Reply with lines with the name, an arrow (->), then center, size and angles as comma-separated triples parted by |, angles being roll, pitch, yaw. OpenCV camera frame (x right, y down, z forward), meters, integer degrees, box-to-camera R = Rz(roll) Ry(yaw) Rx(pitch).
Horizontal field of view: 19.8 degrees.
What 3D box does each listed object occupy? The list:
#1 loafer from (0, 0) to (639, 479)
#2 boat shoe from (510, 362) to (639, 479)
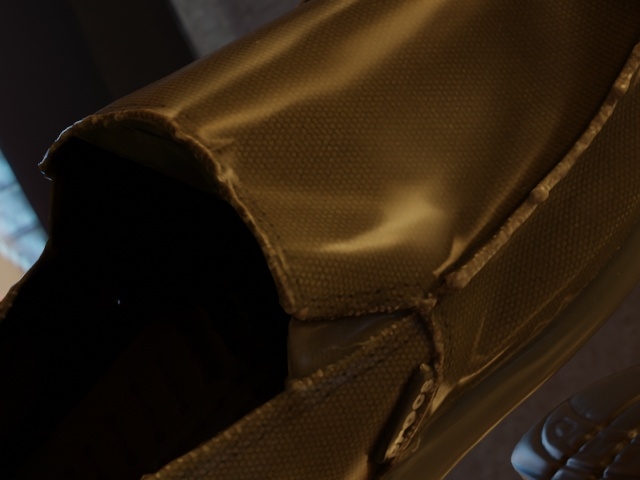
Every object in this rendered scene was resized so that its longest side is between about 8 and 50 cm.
loafer -> 0.000, 0.000, 0.370 | 0.094, 0.251, 0.087 | 21, -25, 32
boat shoe -> 0.142, 0.075, 0.500 | 0.223, 0.080, 0.073 | -7, -64, 54
